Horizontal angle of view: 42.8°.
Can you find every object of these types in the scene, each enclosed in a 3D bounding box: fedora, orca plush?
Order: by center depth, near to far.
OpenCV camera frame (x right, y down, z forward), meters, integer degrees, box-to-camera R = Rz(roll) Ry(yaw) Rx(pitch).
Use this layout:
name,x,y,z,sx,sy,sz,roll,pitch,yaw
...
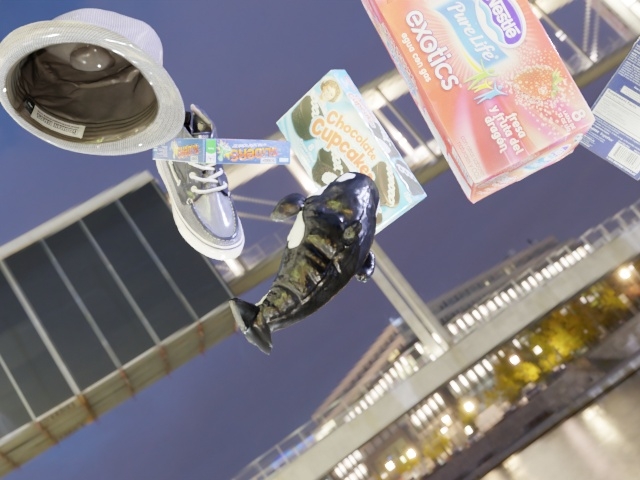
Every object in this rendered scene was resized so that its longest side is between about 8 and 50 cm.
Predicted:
name,x,y,z,sx,sy,sz,roll,pitch,yaw
orca plush,0.000,0.000,0.999,0.287,0.151,0.102,-36,-4,-35
fedora,-0.314,-0.238,1.147,0.275,0.124,0.244,-12,-41,24

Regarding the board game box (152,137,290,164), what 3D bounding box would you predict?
name,x,y,z,sx,sy,sz,roll,pitch,yaw
board game box,-0.151,-0.134,1.211,0.136,0.035,0.201,-3,8,-31

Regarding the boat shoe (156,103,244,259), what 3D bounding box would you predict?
name,x,y,z,sx,sy,sz,roll,pitch,yaw
boat shoe,-0.242,-0.128,1.648,0.127,0.341,0.158,-13,-37,-31

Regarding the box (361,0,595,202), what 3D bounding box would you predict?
name,x,y,z,sx,sy,sz,roll,pitch,yaw
box,0.164,-0.210,0.921,0.142,0.300,0.154,-27,-10,5

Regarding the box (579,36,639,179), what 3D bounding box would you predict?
name,x,y,z,sx,sy,sz,roll,pitch,yaw
box,0.544,-0.232,1.369,0.225,0.136,0.036,-60,-17,24

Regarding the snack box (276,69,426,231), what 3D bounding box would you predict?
name,x,y,z,sx,sy,sz,roll,pitch,yaw
snack box,0.060,-0.173,1.709,0.187,0.322,0.060,-39,-11,35
